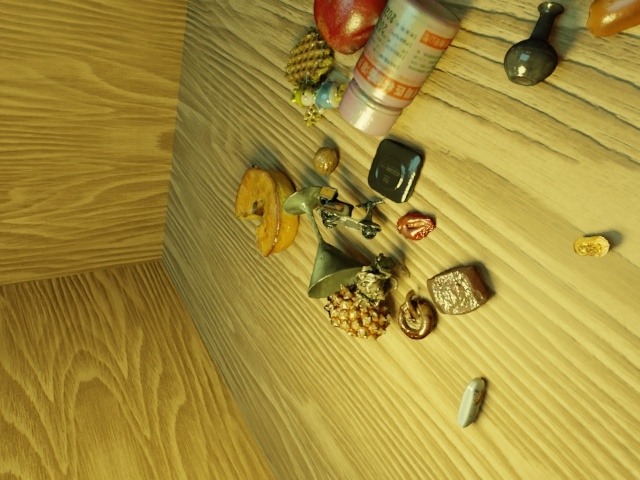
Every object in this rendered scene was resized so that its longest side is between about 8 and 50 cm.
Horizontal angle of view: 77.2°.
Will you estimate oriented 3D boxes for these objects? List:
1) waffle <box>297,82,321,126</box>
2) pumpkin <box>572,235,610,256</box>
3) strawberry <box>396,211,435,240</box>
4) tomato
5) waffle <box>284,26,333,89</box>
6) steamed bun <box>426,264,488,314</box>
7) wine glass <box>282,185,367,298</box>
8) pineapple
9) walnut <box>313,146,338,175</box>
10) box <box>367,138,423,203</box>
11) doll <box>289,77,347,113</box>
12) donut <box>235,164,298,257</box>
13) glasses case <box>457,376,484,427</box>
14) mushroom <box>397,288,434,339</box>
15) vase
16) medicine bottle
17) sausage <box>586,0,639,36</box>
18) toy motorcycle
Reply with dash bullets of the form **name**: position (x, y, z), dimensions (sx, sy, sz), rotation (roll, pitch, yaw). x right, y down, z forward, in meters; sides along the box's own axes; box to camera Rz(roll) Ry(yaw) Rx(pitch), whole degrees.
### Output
- **waffle**: position (-0.043, -0.586, 1.694), dimensions (0.149, 0.051, 0.194), rotation (-8, 93, 49)
- **pumpkin**: position (0.652, 0.012, 0.960), dimensions (0.083, 0.028, 0.050), rotation (2, 98, 60)
- **strawberry**: position (0.316, -0.048, 1.359), dimensions (0.152, 0.048, 0.103), rotation (-21, 85, 55)
- **tomato**: position (0.081, -0.840, 1.413), dimensions (0.338, 0.144, 0.338), rotation (19, 114, 50)
- **waffle**: position (-0.055, -0.737, 1.644), dimensions (0.238, 0.059, 0.243), rotation (-48, 55, 32)
- **steamed bun**: position (0.414, 0.158, 1.231), dimensions (0.175, 0.106, 0.144), rotation (-31, 73, 48)
- **wine glass**: position (0.000, 0.000, 1.614), dimensions (0.267, 0.267, 0.406), rotation (-48, 58, 45)
- **pineapple**: position (0.178, 0.176, 1.413), dimensions (0.262, 0.263, 0.271), rotation (49, 132, 34)
- **walnut**: position (0.019, -0.322, 1.638), dimensions (0.105, 0.105, 0.124), rotation (55, 139, 29)
- **box**: position (0.252, -0.244, 1.401), dimensions (0.212, 0.042, 0.201), rotation (41, 130, 40)
- **doll**: position (-0.008, -0.567, 1.573), dimensions (0.241, 0.099, 0.135), rotation (8, 109, 24)
- **donut**: position (-0.244, -0.159, 1.959), dimensions (0.435, 0.163, 0.377), rotation (55, 134, 31)
- **glasses case**: position (0.473, 0.511, 1.262), dimensions (0.045, 0.067, 0.178), rotation (29, 119, 48)
- **mushroom**: position (0.327, 0.254, 1.385), dimensions (0.135, 0.080, 0.170), rotation (-5, 93, 40)
- **vase**: position (0.521, -0.474, 0.965), dimensions (0.120, 0.120, 0.182), rotation (27, 103, 46)
- **medicine bottle**: position (0.223, -0.533, 1.232), dimensions (0.219, 0.219, 0.388), rotation (59, 137, 25)
- **sausage**: position (0.659, -0.494, 0.793), dimensions (0.238, 0.098, 0.098), rotation (-12, 88, 51)
- **toy motorcycle**: position (0.109, -0.100, 1.482), dimensions (0.263, 0.157, 0.091), rotation (19, 161, 12)
